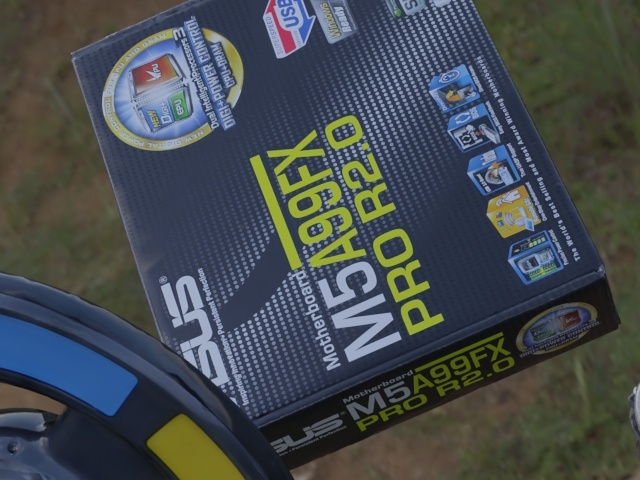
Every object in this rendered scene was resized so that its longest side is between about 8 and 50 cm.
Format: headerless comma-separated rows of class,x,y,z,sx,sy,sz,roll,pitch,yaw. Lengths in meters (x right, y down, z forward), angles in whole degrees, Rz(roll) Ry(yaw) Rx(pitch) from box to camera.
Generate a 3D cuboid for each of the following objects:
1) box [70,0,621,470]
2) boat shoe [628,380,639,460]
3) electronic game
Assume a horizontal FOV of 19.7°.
box,0.005,-0.030,0.963,0.216,0.060,0.270,-23,56,3
boat shoe,0.370,0.063,1.470,0.116,0.097,0.324,42,74,17
electronic game,-0.105,0.104,0.694,0.229,0.229,0.048,-2,35,28
